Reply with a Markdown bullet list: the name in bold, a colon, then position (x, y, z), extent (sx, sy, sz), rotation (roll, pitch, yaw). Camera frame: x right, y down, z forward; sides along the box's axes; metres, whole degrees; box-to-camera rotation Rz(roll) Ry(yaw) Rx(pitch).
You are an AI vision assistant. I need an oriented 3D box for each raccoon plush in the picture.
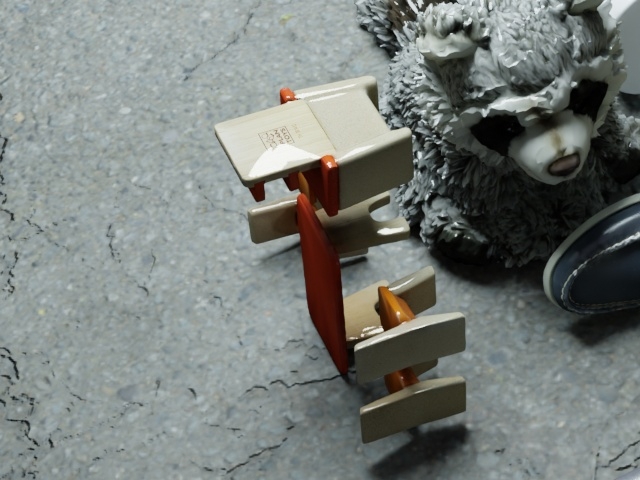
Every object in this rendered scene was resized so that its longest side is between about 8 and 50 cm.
- **raccoon plush**: position (0.101, -0.177, 1.528), extent (0.216, 0.299, 0.446), rotation (-36, 51, -14)

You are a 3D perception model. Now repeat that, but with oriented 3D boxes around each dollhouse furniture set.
- **dollhouse furniture set**: position (0.000, 0.000, 1.440), extent (0.135, 0.259, 0.262), rotation (-19, 47, -13)

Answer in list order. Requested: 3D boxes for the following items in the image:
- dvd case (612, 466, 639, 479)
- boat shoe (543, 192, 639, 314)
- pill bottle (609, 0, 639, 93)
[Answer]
- **dvd case**: position (0.230, 0.255, 1.327), extent (0.221, 0.018, 0.164), rotation (-25, 49, -6)
- **boat shoe**: position (0.309, 0.008, 1.460), extent (0.254, 0.095, 0.079), rotation (-16, 38, -10)
- **pill bottle**: position (0.256, -0.274, 1.656), extent (0.160, 0.160, 0.283), rotation (-23, 50, -4)
